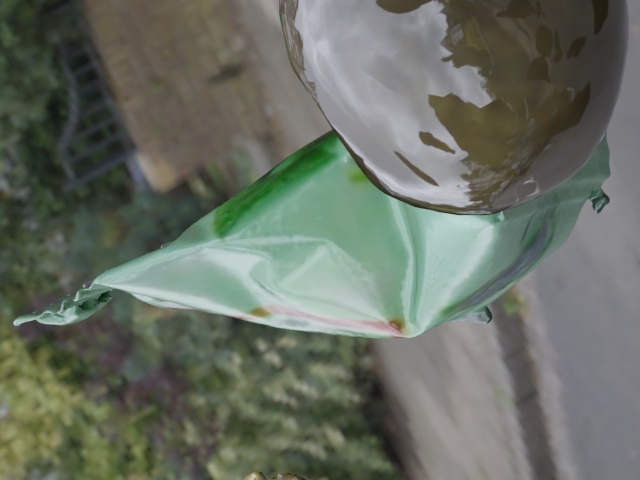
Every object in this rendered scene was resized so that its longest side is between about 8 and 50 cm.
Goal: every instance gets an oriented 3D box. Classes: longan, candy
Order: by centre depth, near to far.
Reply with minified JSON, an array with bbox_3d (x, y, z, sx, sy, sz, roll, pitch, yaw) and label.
[{"bbox_3d":[0.079,-0.118,1.057,0.198,0.198,0.212,-163,59,-78],"label":"longan"},{"bbox_3d":[-0.002,-0.006,1.358,0.263,0.398,0.172,-3,-96,-68],"label":"candy"}]

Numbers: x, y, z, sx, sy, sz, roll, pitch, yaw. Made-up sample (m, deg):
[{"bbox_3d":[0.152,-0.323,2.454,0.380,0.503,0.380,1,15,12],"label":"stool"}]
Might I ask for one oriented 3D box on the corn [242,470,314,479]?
[{"bbox_3d":[0.063,0.243,0.876,0.347,0.130,0.130,55,176,-30],"label":"corn"}]
